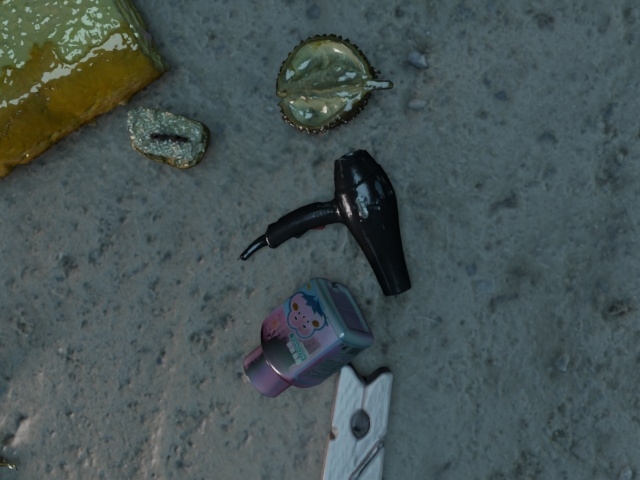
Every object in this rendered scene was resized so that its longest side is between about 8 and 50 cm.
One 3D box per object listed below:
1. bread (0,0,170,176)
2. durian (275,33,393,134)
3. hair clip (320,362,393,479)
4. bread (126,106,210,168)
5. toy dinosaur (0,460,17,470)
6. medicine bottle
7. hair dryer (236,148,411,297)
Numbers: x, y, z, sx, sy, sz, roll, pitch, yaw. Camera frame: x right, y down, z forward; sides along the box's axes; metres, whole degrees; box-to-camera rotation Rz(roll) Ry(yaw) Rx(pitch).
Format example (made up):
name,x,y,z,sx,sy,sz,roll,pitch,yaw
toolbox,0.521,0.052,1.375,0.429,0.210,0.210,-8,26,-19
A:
name,x,y,z,sx,sy,sz,roll,pitch,yaw
bread,-0.437,-0.256,1.284,0.375,0.165,0.236,-32,88,4
durian,0.026,-0.234,1.282,0.188,0.091,0.148,3,94,27
hair clip,0.047,0.357,1.311,0.101,0.085,0.331,7,87,2
bread,-0.233,-0.156,1.303,0.125,0.106,0.082,13,87,0
toy dinosaur,-0.594,0.374,1.350,0.206,0.113,0.327,34,93,3
medicine bottle,-0.026,0.156,1.284,0.188,0.094,0.119,-40,58,21
hair dryer,0.000,0.000,1.320,0.272,0.091,0.235,-16,101,17
